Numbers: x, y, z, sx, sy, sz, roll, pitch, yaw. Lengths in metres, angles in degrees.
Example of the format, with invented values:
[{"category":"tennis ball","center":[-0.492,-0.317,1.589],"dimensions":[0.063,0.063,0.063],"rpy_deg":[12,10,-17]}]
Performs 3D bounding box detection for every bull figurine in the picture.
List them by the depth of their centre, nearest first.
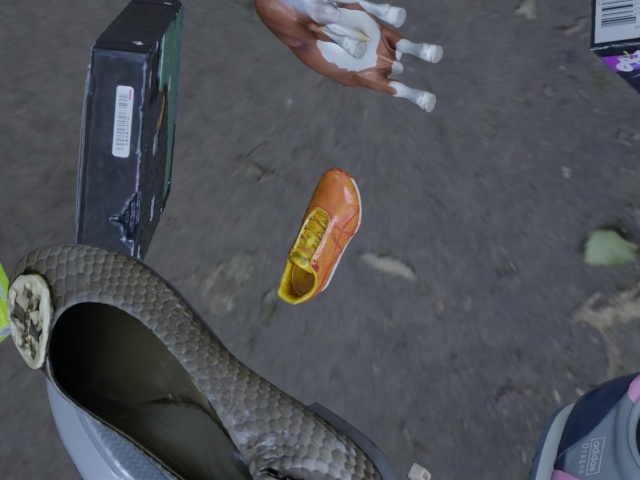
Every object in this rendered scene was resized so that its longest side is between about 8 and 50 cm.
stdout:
[{"category":"bull figurine","center":[0.040,-0.237,1.754],"dimensions":[0.188,0.310,0.101],"rpy_deg":[23,92,34]}]

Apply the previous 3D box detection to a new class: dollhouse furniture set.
[{"category":"dollhouse furniture set","center":[0.058,0.280,1.752],"dimensions":[0.114,0.081,0.091],"rpy_deg":[49,59,-35]}]

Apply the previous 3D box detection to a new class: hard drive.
[{"category":"hard drive","center":[-0.193,-0.114,1.511],"dimensions":[0.064,0.339,0.237],"rpy_deg":[7,109,-1]}]

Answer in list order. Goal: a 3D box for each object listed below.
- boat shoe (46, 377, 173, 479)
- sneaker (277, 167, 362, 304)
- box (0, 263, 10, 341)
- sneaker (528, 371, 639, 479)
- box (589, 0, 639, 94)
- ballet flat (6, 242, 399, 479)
[{"category":"boat shoe","center":[-0.062,0.172,0.812],"dimensions":[0.302,0.109,0.094],"rpy_deg":[47,129,27]},{"category":"sneaker","center":[0.000,0.000,1.659],"dimensions":[0.064,0.067,0.175],"rpy_deg":[26,119,19]},{"category":"box","center":[-0.473,0.058,1.984],"dimensions":[0.109,0.042,0.178],"rpy_deg":[-37,73,34]},{"category":"sneaker","center":[0.190,0.201,0.896],"dimensions":[0.112,0.319,0.131],"rpy_deg":[33,134,-20]},{"category":"box","center":[0.159,-0.112,0.644],"dimensions":[0.029,0.162,0.116],"rpy_deg":[-4,74,32]},{"category":"ballet flat","center":[-0.070,0.073,0.664],"dimensions":[0.250,0.058,0.084],"rpy_deg":[31,127,33]}]
